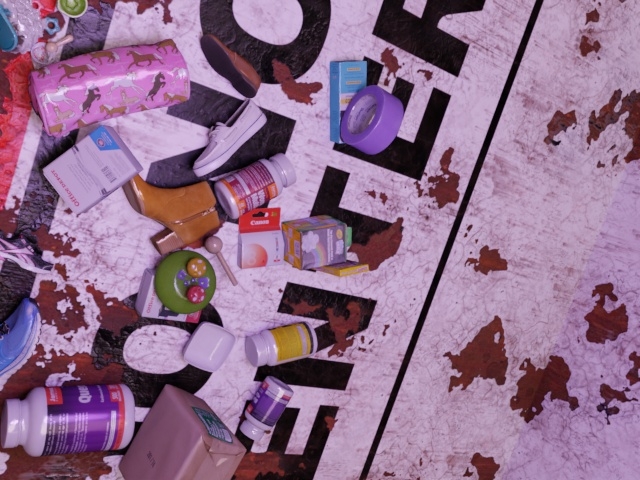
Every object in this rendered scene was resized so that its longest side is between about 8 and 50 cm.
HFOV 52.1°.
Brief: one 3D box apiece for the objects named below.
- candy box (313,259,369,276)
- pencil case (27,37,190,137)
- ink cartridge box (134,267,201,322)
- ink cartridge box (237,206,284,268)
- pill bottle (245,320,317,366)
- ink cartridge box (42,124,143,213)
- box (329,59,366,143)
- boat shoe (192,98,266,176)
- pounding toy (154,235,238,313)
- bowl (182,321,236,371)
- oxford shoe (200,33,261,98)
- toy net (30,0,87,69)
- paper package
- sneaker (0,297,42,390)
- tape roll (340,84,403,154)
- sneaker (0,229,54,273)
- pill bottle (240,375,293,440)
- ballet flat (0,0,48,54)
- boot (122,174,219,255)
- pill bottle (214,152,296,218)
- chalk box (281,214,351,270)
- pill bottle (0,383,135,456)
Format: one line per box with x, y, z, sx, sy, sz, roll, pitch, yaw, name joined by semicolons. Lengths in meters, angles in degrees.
0.055;0.082;2.076;0.105;0.206;0.027;-13;102;-28;candy box
-0.511;-0.379;1.615;0.386;0.167;0.160;-22;81;-23;pencil case
-0.430;0.161;1.891;0.175;0.072;0.127;12;100;-33;ink cartridge box
-0.179;-0.007;2.005;0.145;0.045;0.179;-6;111;-30;ink cartridge box
-0.126;0.336;2.104;0.208;0.119;0.119;-9;110;-29;pill bottle
-0.566;-0.177;1.635;0.191;0.082;0.139;-35;97;6;ink cartridge box
0.085;-0.427;2.014;0.100;0.060;0.244;-11;111;-28;box
-0.267;-0.291;1.829;0.267;0.096;0.088;-44;119;-13;boat shoe
-0.336;0.101;1.829;0.237;0.110;0.183;-31;103;-32;pounding toy
-0.345;0.320;2.008;0.142;0.053;0.142;32;89;-34;bowl
-0.245;-0.491;1.803;0.212;0.076;0.076;46;51;-31;oxford shoe
-0.647;-0.499;1.560;0.122;0.045;0.232;16;97;-34;toy net
-0.412;0.635;1.909;0.168;0.325;0.309;30;89;-35;paper package
-0.834;0.282;1.656;0.147;0.130;0.330;38;85;-37;sneaker
0.150;-0.354;1.925;0.080;0.189;0.189;22;94;-35;tape roll
-0.755;0.028;1.657;0.178;0.072;0.077;30;79;-40;sneaker
-0.181;0.553;2.150;0.108;0.108;0.193;33;87;-34;pill bottle
-0.747;-0.609;1.428;0.147;0.147;0.409;-34;118;-17;ballet flat
-0.408;-0.120;1.807;0.211;0.104;0.295;-35;124;-24;boot
-0.187;-0.163;1.901;0.221;0.121;0.121;-30;119;-19;pill bottle
0.000;0.000;2.063;0.213;0.132;0.132;-10;110;-29;chalk box
-0.684;0.487;1.781;0.323;0.181;0.181;6;103;-33;pill bottle
